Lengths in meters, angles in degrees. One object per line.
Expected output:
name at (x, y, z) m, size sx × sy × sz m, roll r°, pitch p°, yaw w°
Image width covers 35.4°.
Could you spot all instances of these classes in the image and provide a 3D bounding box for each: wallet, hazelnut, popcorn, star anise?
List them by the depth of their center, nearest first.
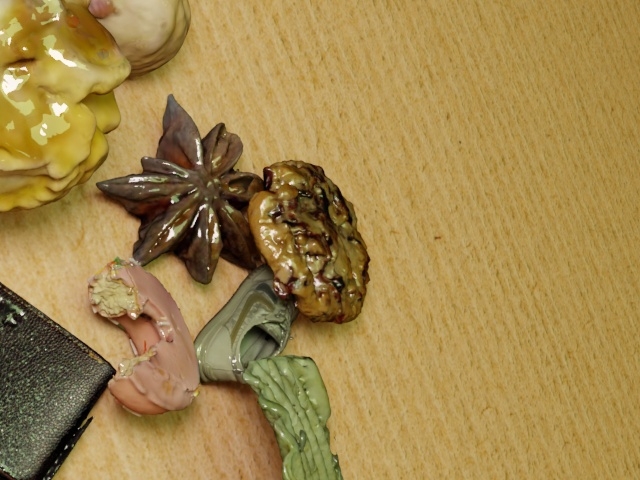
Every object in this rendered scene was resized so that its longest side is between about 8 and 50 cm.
popcorn at (-0.453, -0.204, 1.280) m, size 0.390 × 0.354 × 0.344 m, roll 29°, pitch 53°, yaw 22°
wallet at (-0.423, 0.187, 1.340) m, size 0.262 × 0.071 × 0.221 m, roll 41°, pitch 55°, yaw -13°
hazelnut at (-0.318, -0.356, 1.524) m, size 0.261 × 0.261 × 0.241 m, roll 24°, pitch 94°, yaw -30°
star anise at (-0.208, -0.075, 1.570) m, size 0.315 × 0.108 × 0.315 m, roll 11°, pitch 70°, yaw -32°

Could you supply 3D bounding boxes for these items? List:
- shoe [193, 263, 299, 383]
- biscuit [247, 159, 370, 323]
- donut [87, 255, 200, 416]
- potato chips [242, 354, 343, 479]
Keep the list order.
shoe at (-0.089, 0.129, 1.587) m, size 0.275 × 0.098 × 0.103 m, roll -50°, pitch 136°, yaw -36°
biscuit at (-0.001, -0.004, 1.650) m, size 0.334 × 0.081 × 0.289 m, roll -3°, pitch 74°, yaw -65°
donut at (-0.253, 0.147, 1.434) m, size 0.199 × 0.085 × 0.233 m, roll 42°, pitch 24°, yaw -57°
potato chips at (-0.034, 0.355, 1.453) m, size 0.373 × 0.097 × 0.389 m, roll -28°, pitch 109°, yaw -83°
